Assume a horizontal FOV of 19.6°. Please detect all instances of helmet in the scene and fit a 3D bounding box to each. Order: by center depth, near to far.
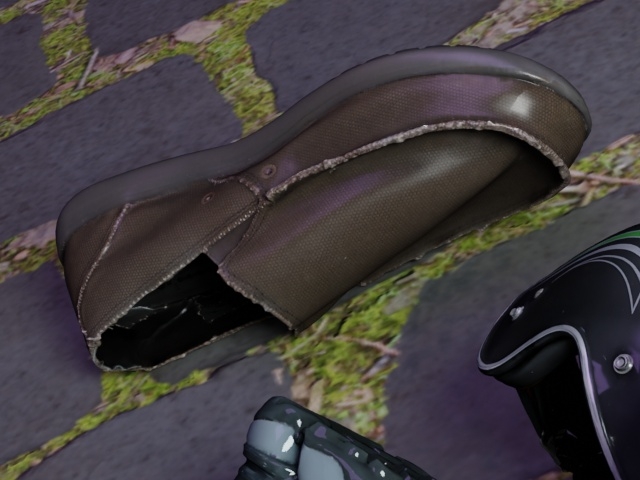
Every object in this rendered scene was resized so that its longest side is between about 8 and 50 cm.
[{"bbox_3d":[0.168,0.066,0.828,0.169,0.169,0.161,-43,17,-27],"label":"helmet"}]

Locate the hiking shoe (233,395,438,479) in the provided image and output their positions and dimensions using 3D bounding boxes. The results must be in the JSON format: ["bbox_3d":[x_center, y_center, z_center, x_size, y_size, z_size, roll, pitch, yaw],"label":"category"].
[{"bbox_3d":[0.050,0.190,0.813,0.304,0.113,0.132,33,93,50],"label":"hiking shoe"}]

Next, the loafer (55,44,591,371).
[{"bbox_3d":[0.000,0.000,1.126,0.366,0.134,0.130,-21,52,28],"label":"loafer"}]
